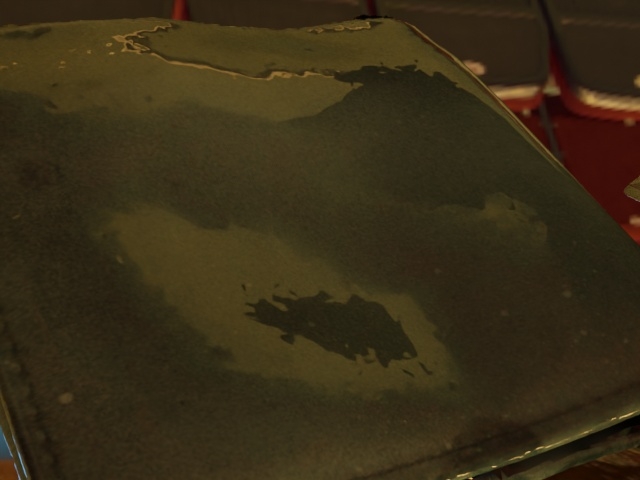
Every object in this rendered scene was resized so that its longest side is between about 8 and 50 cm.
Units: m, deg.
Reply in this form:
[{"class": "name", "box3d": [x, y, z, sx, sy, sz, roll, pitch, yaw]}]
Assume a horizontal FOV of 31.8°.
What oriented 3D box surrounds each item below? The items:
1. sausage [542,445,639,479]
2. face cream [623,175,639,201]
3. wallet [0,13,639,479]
[{"class": "sausage", "box3d": [0.106, 0.136, 0.487, 0.108, 0.109, 0.270, 16, 173, -39]}, {"class": "face cream", "box3d": [0.427, -0.086, 1.157, 0.224, 0.114, 0.070, -35, 139, -24]}, {"class": "wallet", "box3d": [0.001, -0.001, 0.451, 0.290, 0.251, 0.054, -9, 137, -33]}]
